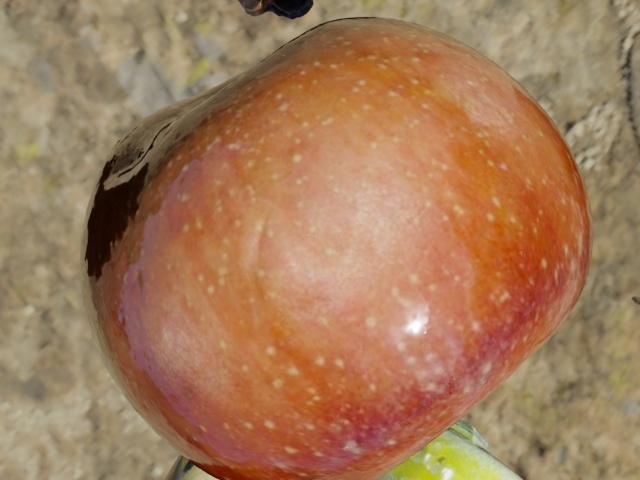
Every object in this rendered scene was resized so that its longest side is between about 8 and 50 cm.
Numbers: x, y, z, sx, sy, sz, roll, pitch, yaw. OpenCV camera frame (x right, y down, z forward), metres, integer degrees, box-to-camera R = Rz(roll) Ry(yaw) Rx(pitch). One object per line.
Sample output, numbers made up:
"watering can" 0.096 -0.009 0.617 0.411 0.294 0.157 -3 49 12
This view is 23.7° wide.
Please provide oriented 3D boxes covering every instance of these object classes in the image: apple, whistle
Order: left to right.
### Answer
"apple" 0.000 0.000 0.589 0.201 0.201 0.162 -37 91 38
"whistle" 0.094 0.152 0.935 0.104 0.198 0.057 27 82 28

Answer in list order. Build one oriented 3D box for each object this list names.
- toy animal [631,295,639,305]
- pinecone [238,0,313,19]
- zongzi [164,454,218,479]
"toy animal" 0.370 0.022 0.954 0.183 0.310 0.247 48 152 -19
"pinecone" -0.063 -0.345 1.528 0.243 0.257 0.243 172 90 -72
"zongzi" -0.077 0.267 0.716 0.145 0.273 0.300 8 145 4
